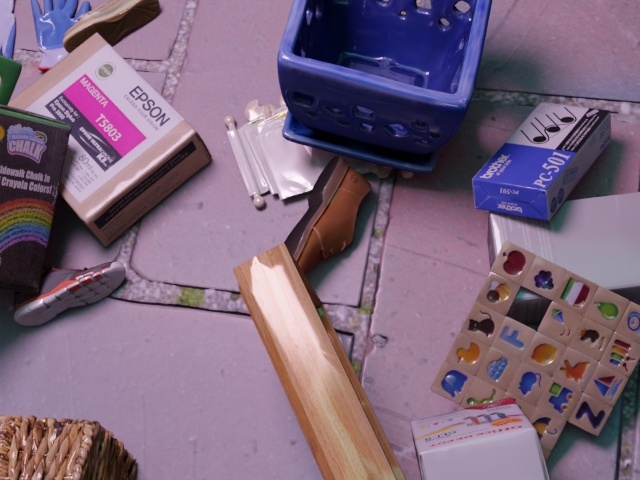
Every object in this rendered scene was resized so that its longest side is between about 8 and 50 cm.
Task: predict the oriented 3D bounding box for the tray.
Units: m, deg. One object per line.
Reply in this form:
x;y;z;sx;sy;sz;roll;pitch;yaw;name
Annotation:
0.031;0.222;1.256;0.076;0.203;0.411;-27;65;1;tray

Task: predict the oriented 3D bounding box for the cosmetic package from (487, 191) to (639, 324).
0.327;0.021;1.357;0.237;0.107;0.127;-4;66;4;cosmetic package

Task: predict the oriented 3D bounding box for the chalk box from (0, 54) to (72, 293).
-0.448;-0.095;1.412;0.179;0.180;0.289;10;89;32;chalk box

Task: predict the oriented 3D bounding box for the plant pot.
0.076;-0.225;1.419;0.235;0.212;0.236;14;61;3;plant pot

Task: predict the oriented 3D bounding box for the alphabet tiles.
0.250;0.149;1.299;0.198;0.009;0.237;26;96;3;alphabet tiles

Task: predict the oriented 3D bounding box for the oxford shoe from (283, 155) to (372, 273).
0.000;0.000;1.436;0.076;0.076;0.212;33;81;-17;oxford shoe

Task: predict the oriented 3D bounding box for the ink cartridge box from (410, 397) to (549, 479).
0.175;0.258;1.215;0.128;0.176;0.127;-13;92;2;ink cartridge box

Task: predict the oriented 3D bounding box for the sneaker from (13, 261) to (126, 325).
-0.334;0.053;1.468;0.157;0.061;0.065;-23;59;-2;sneaker

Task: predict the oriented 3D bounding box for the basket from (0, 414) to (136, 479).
-0.358;0.349;1.255;0.223;0.213;0.299;4;67;9;basket

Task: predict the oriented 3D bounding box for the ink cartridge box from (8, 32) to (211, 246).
-0.299;-0.141;1.530;0.193;0.088;0.234;-42;66;-9;ink cartridge box

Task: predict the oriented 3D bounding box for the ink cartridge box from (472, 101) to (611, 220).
0.277;-0.101;1.385;0.097;0.046;0.207;12;39;32;ink cartridge box

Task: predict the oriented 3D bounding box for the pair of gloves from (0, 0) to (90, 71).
-0.441;-0.313;1.662;0.198;0.023;0.159;-1;66;7;pair of gloves

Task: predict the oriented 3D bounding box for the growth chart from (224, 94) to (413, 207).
-0.007;-0.135;1.518;0.237;0.021;0.172;-13;65;3;growth chart

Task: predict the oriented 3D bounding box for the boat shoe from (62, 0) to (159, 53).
-0.309;-0.322;1.630;0.153;0.056;0.048;-34;57;-8;boat shoe
